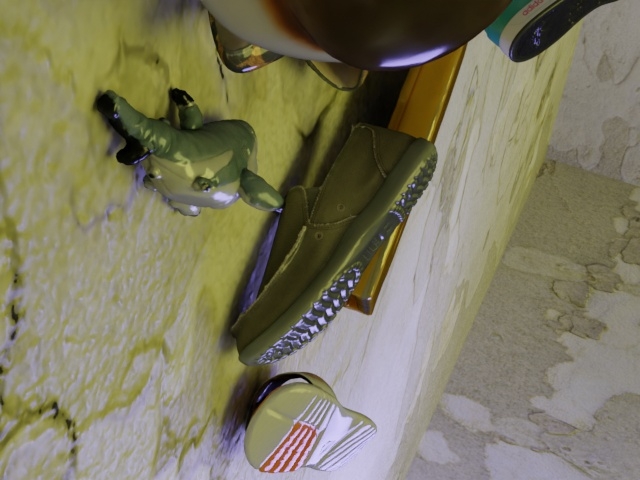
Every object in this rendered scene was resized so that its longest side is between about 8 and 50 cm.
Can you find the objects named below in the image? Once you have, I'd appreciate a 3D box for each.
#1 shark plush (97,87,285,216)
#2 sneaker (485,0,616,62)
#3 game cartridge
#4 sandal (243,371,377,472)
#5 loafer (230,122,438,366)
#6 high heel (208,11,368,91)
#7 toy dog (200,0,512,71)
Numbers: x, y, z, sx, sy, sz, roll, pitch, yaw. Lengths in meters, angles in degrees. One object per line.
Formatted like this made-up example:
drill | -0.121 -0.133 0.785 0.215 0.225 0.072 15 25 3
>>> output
shark plush | -0.086 -0.058 0.538 0.161 0.073 0.067 14 76 -54
sneaker | 0.305 -0.371 1.183 0.295 0.178 0.124 -34 154 -13
game cartridge | 0.088 -0.082 0.977 0.285 0.052 0.324 70 39 -81
sandal | -0.023 0.188 0.943 0.102 0.076 0.265 -47 151 1
loafer | 0.000 0.000 0.789 0.251 0.087 0.094 -51 163 -8
high heel | -0.002 -0.126 0.591 0.261 0.093 0.186 -67 161 -45
toy dog | 0.088 -0.246 0.386 0.408 0.284 0.395 -35 138 -10
